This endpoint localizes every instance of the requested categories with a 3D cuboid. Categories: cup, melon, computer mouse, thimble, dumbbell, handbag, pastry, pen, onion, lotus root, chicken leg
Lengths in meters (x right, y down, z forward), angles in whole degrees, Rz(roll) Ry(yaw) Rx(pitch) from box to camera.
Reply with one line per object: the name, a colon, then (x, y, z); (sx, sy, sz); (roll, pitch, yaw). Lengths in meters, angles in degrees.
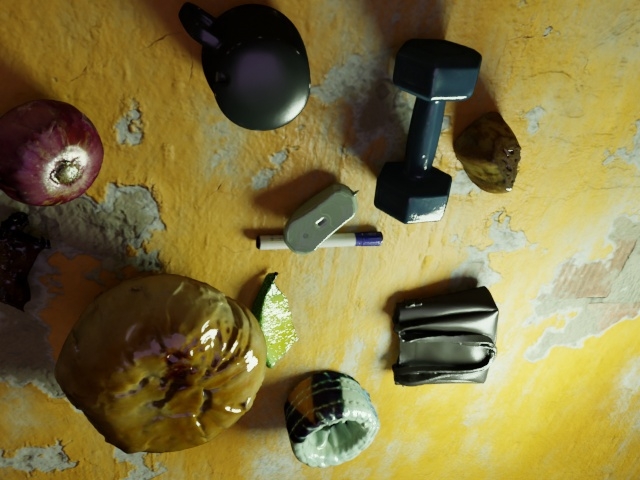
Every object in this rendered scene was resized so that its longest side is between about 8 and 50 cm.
cup: (-0.119, -0.277, 0.901); (0.223, 0.177, 0.169); (28, 117, -31)
melon: (-0.102, 0.181, 1.313); (0.113, 0.053, 0.262); (-12, 128, -16)
computer mouse: (0.001, -0.051, 1.170); (0.181, 0.056, 0.089); (-39, 123, 3)
thimble: (0.030, 0.453, 1.480); (0.237, 0.150, 0.237); (-8, 126, -11)
dumbbell: (0.189, -0.194, 1.064); (0.144, 0.160, 0.325); (14, 125, 10)
handbag: (0.300, 0.253, 1.441); (0.256, 0.114, 0.286); (-5, 126, -3)
pastry: (-0.306, 0.235, 1.169); (0.409, 0.245, 0.410); (-8, 124, -12)
pen: (0.000, 0.001, 1.220); (0.268, 0.033, 0.033); (-2, 125, -15)
onion: (-0.437, -0.138, 0.932); (0.177, 0.153, 0.177); (-13, 119, -25)
lotus root: (0.325, -0.168, 1.146); (0.095, 0.135, 0.160); (1, 111, -15)
chicken leg: (-0.568, 0.044, 1.077); (0.105, 0.063, 0.234); (21, 119, -22)
